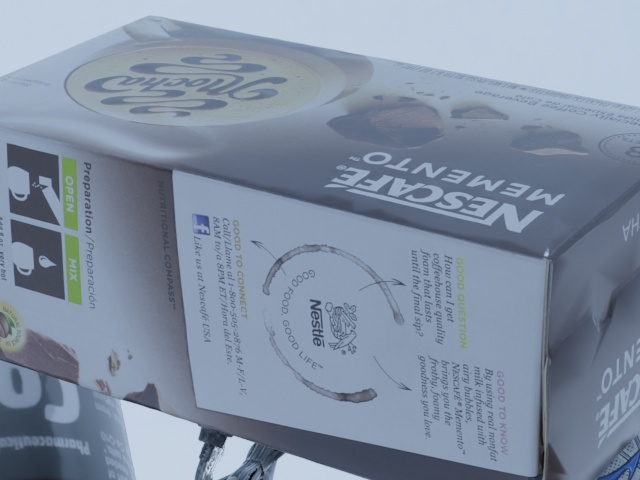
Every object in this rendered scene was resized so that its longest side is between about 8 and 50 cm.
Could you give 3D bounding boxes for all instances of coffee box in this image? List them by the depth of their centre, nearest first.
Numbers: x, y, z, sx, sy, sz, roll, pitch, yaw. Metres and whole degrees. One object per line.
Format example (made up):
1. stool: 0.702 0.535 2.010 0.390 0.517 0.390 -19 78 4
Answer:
1. coffee box: 0.000 0.000 0.824 0.297 0.168 0.119 14 117 30

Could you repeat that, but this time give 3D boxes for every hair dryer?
1. hair dryer: -0.063 0.268 1.717 0.080 0.293 0.223 11 174 19

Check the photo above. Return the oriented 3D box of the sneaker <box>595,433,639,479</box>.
1. sneaker: 0.132 0.108 0.883 0.058 0.135 0.052 49 169 2

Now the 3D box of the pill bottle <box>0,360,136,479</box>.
1. pill bottle: -0.173 0.143 1.000 0.161 0.283 0.161 -12 150 -7
